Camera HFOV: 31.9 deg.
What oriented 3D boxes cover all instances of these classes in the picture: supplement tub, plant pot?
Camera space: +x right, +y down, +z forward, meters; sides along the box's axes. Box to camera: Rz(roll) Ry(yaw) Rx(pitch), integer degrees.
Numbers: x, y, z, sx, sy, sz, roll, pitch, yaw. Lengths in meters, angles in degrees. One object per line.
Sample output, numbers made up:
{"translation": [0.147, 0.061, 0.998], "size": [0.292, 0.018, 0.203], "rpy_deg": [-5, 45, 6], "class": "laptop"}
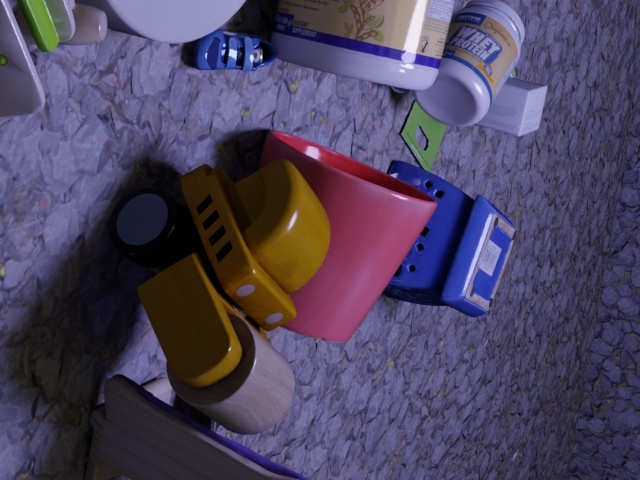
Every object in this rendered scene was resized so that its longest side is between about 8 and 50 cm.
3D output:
{"translation": [0.077, -0.389, 1.535], "size": [0.241, 0.241, 0.331], "rpy_deg": [-7, 112, -61], "class": "supplement tub"}
{"translation": [0.000, 0.000, 1.637], "size": [0.275, 0.275, 0.243], "rpy_deg": [6, 110, -62], "class": "plant pot"}
{"translation": [0.226, 0.011, 2.087], "size": [0.236, 0.212, 0.236], "rpy_deg": [29, 81, -63], "class": "plant pot"}
{"translation": [0.258, -0.309, 1.935], "size": [0.199, 0.144, 0.144], "rpy_deg": [-57, 149, -30], "class": "supplement tub"}

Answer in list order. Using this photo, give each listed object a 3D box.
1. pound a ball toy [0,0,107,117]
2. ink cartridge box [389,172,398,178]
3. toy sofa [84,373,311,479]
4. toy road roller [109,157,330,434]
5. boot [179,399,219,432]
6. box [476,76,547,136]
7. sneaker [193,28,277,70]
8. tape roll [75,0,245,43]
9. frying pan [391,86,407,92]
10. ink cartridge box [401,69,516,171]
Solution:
{"translation": [-0.320, -0.262, 1.028], "size": [0.319, 0.136, 0.208], "rpy_deg": [78, 14, -45], "class": "pound a ball toy"}
{"translation": [0.040, 0.007, 1.886], "size": [0.224, 0.045, 0.223], "rpy_deg": [-23, 125, -45], "class": "ink cartridge box"}
{"translation": [-0.120, 0.294, 1.449], "size": [0.150, 0.362, 0.177], "rpy_deg": [-22, 130, -56], "class": "toy sofa"}
{"translation": [-0.090, 0.047, 1.389], "size": [0.240, 0.329, 0.202], "rpy_deg": [-29, 149, 6], "class": "toy road roller"}
{"translation": [-0.162, 0.272, 1.678], "size": [0.137, 0.077, 0.198], "rpy_deg": [21, 88, -68], "class": "boot"}
{"translation": [0.348, -0.251, 2.066], "size": [0.102, 0.101, 0.087], "rpy_deg": [-23, 128, -56], "class": "box"}
{"translation": [-0.111, -0.248, 1.467], "size": [0.144, 0.059, 0.053], "rpy_deg": [-23, 128, -55], "class": "sneaker"}
{"translation": [-0.164, -0.418, 1.256], "size": [0.392, 0.072, 0.392], "rpy_deg": [-41, 140, -46], "class": "tape roll"}
{"translation": [0.169, -0.407, 1.903], "size": [0.326, 0.053, 0.197], "rpy_deg": [-68, 154, -11], "class": "frying pan"}
{"translation": [0.265, -0.262, 2.121], "size": [0.255, 0.097, 0.189], "rpy_deg": [-67, 153, -13], "class": "ink cartridge box"}
